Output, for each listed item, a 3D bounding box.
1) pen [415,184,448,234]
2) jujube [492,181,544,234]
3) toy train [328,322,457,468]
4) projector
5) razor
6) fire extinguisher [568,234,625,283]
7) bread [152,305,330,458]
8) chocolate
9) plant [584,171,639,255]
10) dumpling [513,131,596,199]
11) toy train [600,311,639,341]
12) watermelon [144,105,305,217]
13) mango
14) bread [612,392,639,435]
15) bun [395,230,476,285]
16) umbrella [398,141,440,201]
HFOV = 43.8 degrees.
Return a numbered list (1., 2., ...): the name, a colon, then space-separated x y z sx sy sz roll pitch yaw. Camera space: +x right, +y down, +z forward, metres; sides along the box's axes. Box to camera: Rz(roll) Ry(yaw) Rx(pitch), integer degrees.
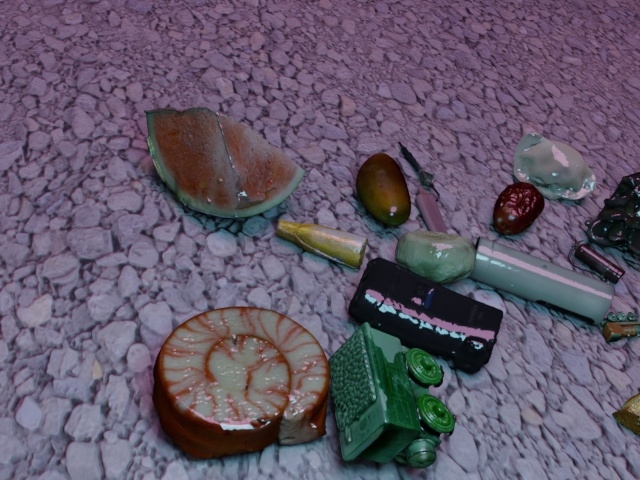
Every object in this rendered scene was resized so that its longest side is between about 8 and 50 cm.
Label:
1. pen: 0.284 -0.078 2.077 0.053 0.032 0.197 1 45 -15
2. jujube: 0.518 -0.085 2.097 0.112 0.109 0.176 1 31 40
3. toy train: 0.134 0.299 1.493 0.202 0.145 0.266 22 35 -27
4. projector: 0.520 0.095 1.897 0.337 0.108 0.108 21 41 7
5. razor: 0.230 0.160 1.735 0.327 0.107 0.189 23 41 7
6. fire extinguisher: 0.699 0.055 2.045 0.078 0.045 0.157 -41 64 -19
7. bread: -0.152 0.262 1.502 0.327 0.114 0.295 -7 45 -23
8. chocolate: 0.000 0.000 1.878 0.219 0.086 0.085 17 41 8
9. plant: 0.853 -0.077 2.125 0.199 0.188 0.276 35 44 23
10. dumpling: 0.661 -0.200 2.255 0.250 0.162 0.132 35 7 6
11. toy train: 0.715 0.205 1.881 0.103 0.044 0.064 -1 46 -14
12. watermelon: -0.257 -0.157 1.897 0.292 0.319 0.222 -3 61 40
13. mango: 0.159 -0.126 2.032 0.133 0.111 0.267 17 37 -22
14. bread: 0.719 0.381 1.672 0.187 0.065 0.103 29 48 18
15. bun: 0.270 0.044 1.849 0.195 0.118 0.195 6 6 -1
16. umbrella: 0.279 -0.201 2.207 0.044 0.044 0.269 24 31 -40
